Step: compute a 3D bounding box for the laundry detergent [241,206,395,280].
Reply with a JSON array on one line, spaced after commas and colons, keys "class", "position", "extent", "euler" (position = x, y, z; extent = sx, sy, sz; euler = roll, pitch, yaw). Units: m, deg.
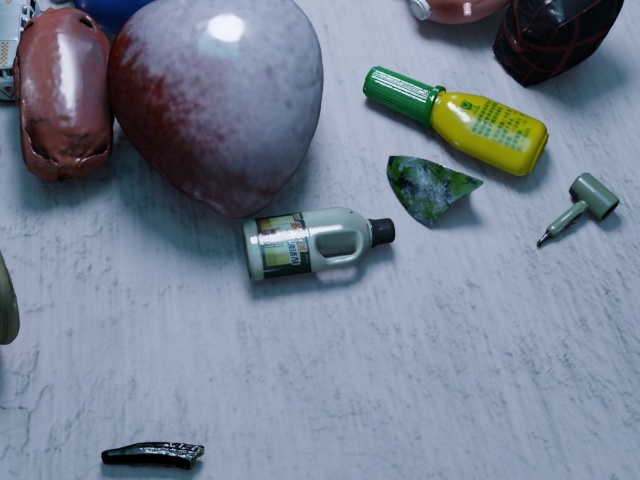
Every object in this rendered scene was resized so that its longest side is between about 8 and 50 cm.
[{"class": "laundry detergent", "position": [0.000, 0.000, 1.447], "extent": [0.226, 0.070, 0.099], "euler": [-7, 52, -9]}]

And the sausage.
[{"class": "sausage", "position": [-0.390, -0.223, 1.489], "extent": [0.152, 0.152, 0.279], "euler": [-5, 73, -7]}]

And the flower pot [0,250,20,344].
[{"class": "flower pot", "position": [-0.546, 0.070, 1.255], "extent": [0.244, 0.307, 0.307], "euler": [-19, 62, -33]}]

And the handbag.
[{"class": "handbag", "position": [0.388, -0.363, 1.605], "extent": [0.169, 0.215, 0.155], "euler": [-30, 75, -16]}]

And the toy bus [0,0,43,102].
[{"class": "toy bus", "position": [-0.501, -0.321, 1.585], "extent": [0.087, 0.089, 0.193], "euler": [-2, 61, -5]}]

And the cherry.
[{"class": "cherry", "position": [-0.137, -0.225, 1.454], "extent": [0.326, 0.291, 0.335], "euler": [-39, 78, -14]}]

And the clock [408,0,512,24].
[{"class": "clock", "position": [0.252, -0.460, 1.690], "extent": [0.241, 0.142, 0.227], "euler": [-42, 46, -15]}]

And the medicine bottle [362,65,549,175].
[{"class": "medicine bottle", "position": [0.214, -0.202, 1.574], "extent": [0.309, 0.076, 0.111], "euler": [26, 55, 10]}]

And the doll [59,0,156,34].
[{"class": "doll", "position": [-0.361, -0.454, 1.636], "extent": [0.161, 0.215, 0.256], "euler": [7, 42, -52]}]

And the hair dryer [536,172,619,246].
[{"class": "hair dryer", "position": [0.388, -0.037, 1.519], "extent": [0.150, 0.047, 0.071], "euler": [-39, 67, -12]}]

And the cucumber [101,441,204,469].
[{"class": "cucumber", "position": [-0.221, 0.281, 1.287], "extent": [0.135, 0.033, 0.034], "euler": [6, 57, -1]}]

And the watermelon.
[{"class": "watermelon", "position": [0.164, -0.084, 1.523], "extent": [0.155, 0.080, 0.101], "euler": [31, 98, 10]}]
